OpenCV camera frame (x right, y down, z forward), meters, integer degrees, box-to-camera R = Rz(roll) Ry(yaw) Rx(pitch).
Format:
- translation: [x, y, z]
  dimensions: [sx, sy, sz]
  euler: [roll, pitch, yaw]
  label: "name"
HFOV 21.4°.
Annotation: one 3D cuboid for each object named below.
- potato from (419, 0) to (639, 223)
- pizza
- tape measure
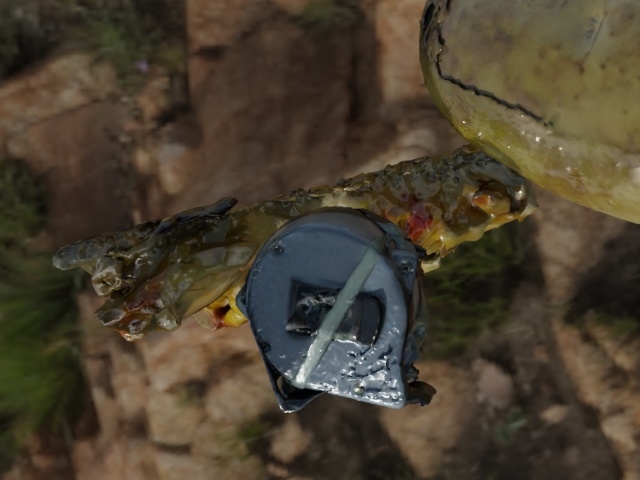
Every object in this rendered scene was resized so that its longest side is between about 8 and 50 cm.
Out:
- translation: [0.113, -0.061, 0.605]
  dimensions: [0.170, 0.080, 0.107]
  euler: [16, 86, 30]
  label: "potato"
- translation: [0.000, 0.000, 1.000]
  dimensions: [0.251, 0.287, 0.074]
  euler: [-17, 89, 17]
  label: "pizza"
- translation: [0.007, 0.032, 0.796]
  dimensions: [0.091, 0.054, 0.094]
  euler: [-4, 103, 14]
  label: "tape measure"
